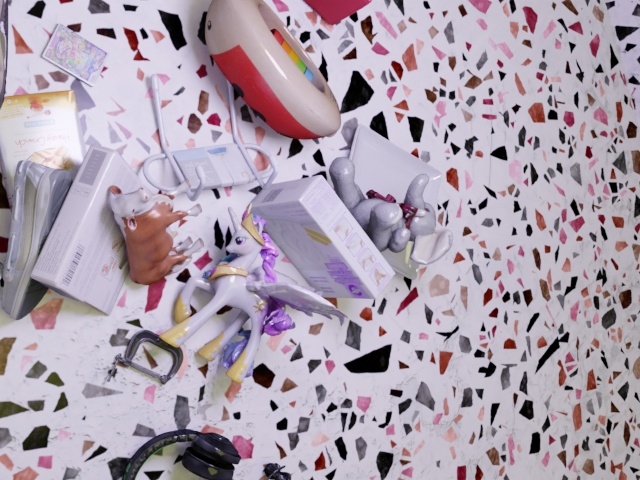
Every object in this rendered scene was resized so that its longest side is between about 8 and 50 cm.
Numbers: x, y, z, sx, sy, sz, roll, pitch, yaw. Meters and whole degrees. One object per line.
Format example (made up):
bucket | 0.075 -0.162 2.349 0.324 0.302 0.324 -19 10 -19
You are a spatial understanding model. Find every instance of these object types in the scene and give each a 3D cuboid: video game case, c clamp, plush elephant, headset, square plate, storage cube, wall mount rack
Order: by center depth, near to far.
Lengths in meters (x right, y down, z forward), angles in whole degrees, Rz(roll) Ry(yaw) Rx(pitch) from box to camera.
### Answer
video game case | -0.532 -0.402 1.592 0.122 0.011 0.087 30 71 -32
c clamp | -0.392 0.278 1.665 0.160 0.022 0.137 27 68 -31
headset | -0.262 0.557 1.703 0.394 0.185 0.244 5 90 -21
wall mount rack | -0.258 -0.245 1.724 0.350 0.130 0.304 -13 64 -37
plush elephant | 0.202 -0.063 1.909 0.255 0.272 0.330 -24 131 -20
storage cube | 0.047 -0.716 1.909 0.193 0.215 0.184 35 69 -23
square plate | 0.181 -0.103 2.079 0.347 0.049 0.344 25 73 -33

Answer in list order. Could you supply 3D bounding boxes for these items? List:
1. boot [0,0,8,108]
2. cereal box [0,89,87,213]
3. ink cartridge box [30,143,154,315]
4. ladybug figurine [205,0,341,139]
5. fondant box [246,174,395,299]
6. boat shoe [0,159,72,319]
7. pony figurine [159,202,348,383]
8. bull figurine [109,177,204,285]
boot | -0.697 -0.419 1.265 0.284 0.138 0.378 -2 102 -27
cereal box | -0.578 -0.184 1.527 0.173 0.047 0.240 -16 97 -34
ink cartridge box | -0.465 -0.013 1.547 0.261 0.066 0.296 70 38 -69
ladybug figurine | -0.118 -0.405 1.761 0.449 0.162 0.305 49 19 -24
fondant box | 0.000 0.000 1.825 0.330 0.238 0.096 51 61 -23
boat shoe | -0.583 0.001 1.461 0.103 0.118 0.321 18 105 5
pony figurine | -0.153 0.138 1.718 0.351 0.303 0.363 35 84 -21
bull figurine | -0.351 -0.027 1.571 0.188 0.310 0.101 -23 57 -27
